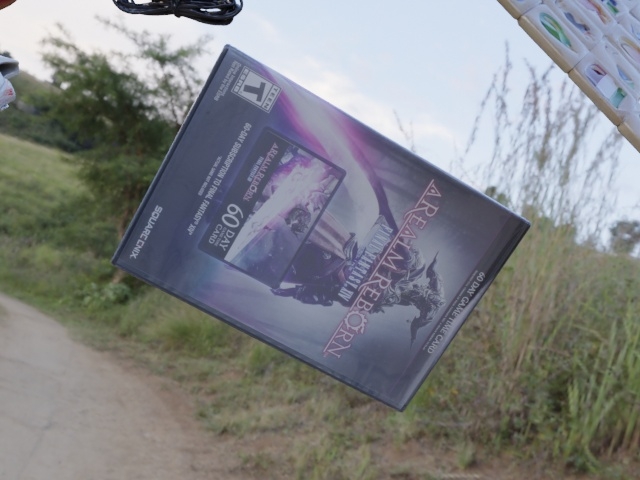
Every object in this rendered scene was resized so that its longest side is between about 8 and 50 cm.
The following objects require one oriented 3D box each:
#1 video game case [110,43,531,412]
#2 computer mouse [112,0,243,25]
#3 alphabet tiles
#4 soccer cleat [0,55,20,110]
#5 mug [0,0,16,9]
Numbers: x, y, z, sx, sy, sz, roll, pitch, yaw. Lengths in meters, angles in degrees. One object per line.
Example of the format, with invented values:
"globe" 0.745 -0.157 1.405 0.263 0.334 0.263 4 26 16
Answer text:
"video game case" 0.000 0.000 0.568 0.274 0.196 0.026 29 14 -9
"computer mouse" -0.186 -0.406 0.902 0.184 0.261 0.060 1 9 3
"alphabet tiles" 0.208 -0.128 0.468 0.198 0.237 0.009 47 -48 2
"soccer cleat" -0.196 -0.080 0.407 0.036 0.083 0.029 6 -42 -13
"mug" -0.246 -0.200 0.383 0.150 0.169 0.113 40 -46 9
